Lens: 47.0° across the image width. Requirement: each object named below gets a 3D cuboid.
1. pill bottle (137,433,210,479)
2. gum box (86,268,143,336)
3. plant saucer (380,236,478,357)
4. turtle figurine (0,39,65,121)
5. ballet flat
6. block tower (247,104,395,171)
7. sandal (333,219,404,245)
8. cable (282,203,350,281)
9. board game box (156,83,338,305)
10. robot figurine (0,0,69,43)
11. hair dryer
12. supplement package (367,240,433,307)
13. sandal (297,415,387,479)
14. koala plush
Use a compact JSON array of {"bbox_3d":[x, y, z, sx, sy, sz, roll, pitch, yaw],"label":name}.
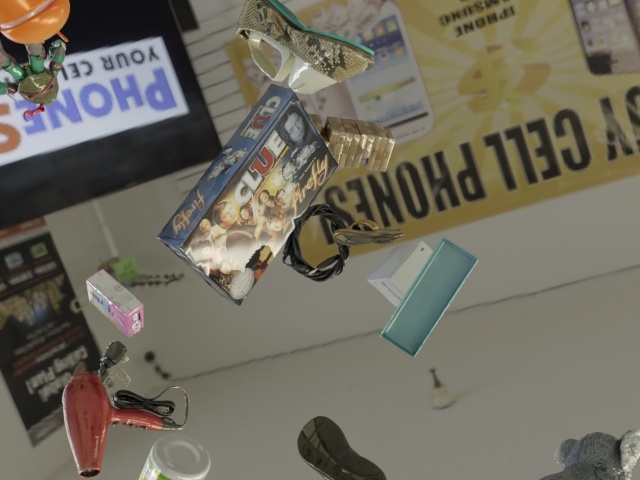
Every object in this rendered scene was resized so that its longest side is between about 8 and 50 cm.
[{"bbox_3d":[-0.352,0.574,1.667,0.245,0.136,0.136,-65,169,21],"label":"pill bottle"},{"bbox_3d":[-0.586,0.182,2.117,0.062,0.188,0.107,-38,153,-35],"label":"gum box"},{"bbox_3d":[0.172,0.091,1.171,0.192,0.067,0.018,-59,170,9],"label":"plant saucer"},{"bbox_3d":[-0.574,-0.335,1.467,0.175,0.118,0.234,-38,168,-14],"label":"turtle figurine"},{"bbox_3d":[-0.057,-0.468,1.828,0.164,0.182,0.483,17,-162,-48],"label":"ballet flat"},{"bbox_3d":[-0.005,-0.235,1.713,0.336,0.097,0.091,7,-150,-15],"label":"block tower"},{"bbox_3d":[0.099,-0.020,1.554,0.180,0.049,0.072,-2,165,-35],"label":"sandal"},{"bbox_3d":[0.000,0.000,1.709,0.151,0.184,0.047,20,161,-2],"label":"cable"},{"bbox_3d":[-0.084,-0.055,0.948,0.042,0.165,0.243,25,-106,34],"label":"board game box"},{"bbox_3d":[-0.493,-0.411,1.179,0.158,0.219,0.128,-23,-143,10],"label":"robot figurine"},{"bbox_3d":[-0.369,0.319,1.370,0.080,0.224,0.293,-51,-178,34],"label":"hair dryer"},{"bbox_3d":[0.185,0.076,1.507,0.105,0.105,0.179,-47,-175,-11],"label":"supplement package"},{"bbox_3d":[0.039,0.394,1.300,0.090,0.060,0.219,-41,-137,-22],"label":"sandal"},{"bbox_3d":[0.456,0.409,1.228,0.196,0.203,0.221,-33,-165,51],"label":"koala plush"}]
